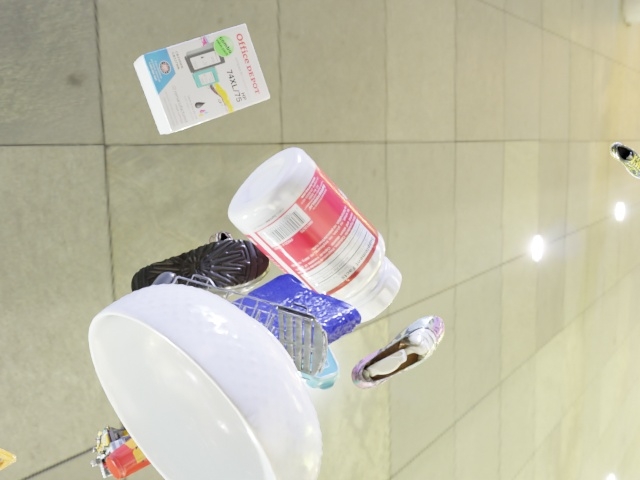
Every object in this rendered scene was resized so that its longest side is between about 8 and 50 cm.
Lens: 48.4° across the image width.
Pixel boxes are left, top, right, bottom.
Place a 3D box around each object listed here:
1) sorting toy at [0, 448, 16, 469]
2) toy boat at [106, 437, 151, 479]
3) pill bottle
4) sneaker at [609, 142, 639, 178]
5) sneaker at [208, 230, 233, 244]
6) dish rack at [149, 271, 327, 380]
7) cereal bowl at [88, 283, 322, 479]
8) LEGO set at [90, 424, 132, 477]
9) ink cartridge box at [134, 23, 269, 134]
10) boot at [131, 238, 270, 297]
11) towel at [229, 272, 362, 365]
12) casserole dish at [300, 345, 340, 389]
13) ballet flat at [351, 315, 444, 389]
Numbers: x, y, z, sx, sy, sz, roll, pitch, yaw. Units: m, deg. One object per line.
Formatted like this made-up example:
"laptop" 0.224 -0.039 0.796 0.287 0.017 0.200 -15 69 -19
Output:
"sorting toy" -0.711 0.492 1.289 0.347 0.047 0.196 -39 142 7
"toy boat" -0.259 0.470 1.249 0.148 0.267 0.318 -26 107 -40
"pill bottle" 0.000 0.000 1.653 0.408 0.229 0.229 46 53 -23
"sneaker" 0.493 -0.124 1.125 0.031 0.083 0.035 -55 169 13
"sneaker" -0.247 0.003 1.835 0.066 0.188 0.071 -9 111 -21
"dish rack" -0.125 0.147 1.065 0.208 0.271 0.074 92 16 -54
"cereal bowl" -0.124 0.191 0.876 0.141 0.338 0.339 -35 123 -37
"LEGO set" -0.377 0.339 1.452 0.192 0.331 0.255 -9 73 -39
"ink cartridge box" -0.304 -0.409 1.820 0.270 0.197 0.198 -23 105 -17
"boot" -0.279 0.123 1.786 0.260 0.347 0.131 74 5 -62
"towel" -0.103 0.177 1.335 0.308 0.227 0.076 -25 124 -37
"casserole dish" -0.013 0.323 1.977 0.114 0.037 0.188 -12 60 -29
"ballet flat" 0.160 0.220 1.379 0.221 0.079 0.077 -30 90 -13
